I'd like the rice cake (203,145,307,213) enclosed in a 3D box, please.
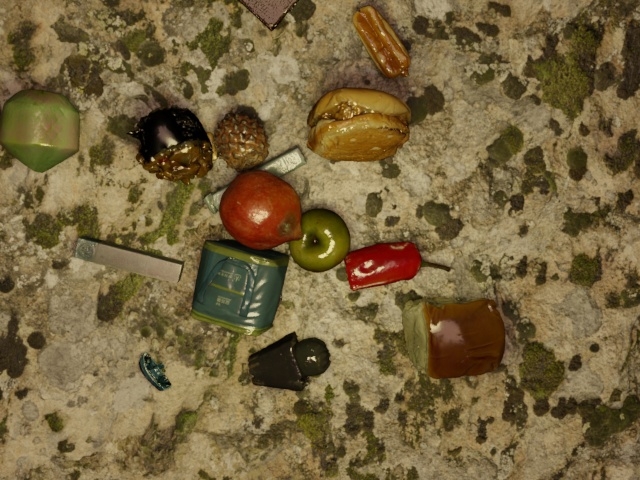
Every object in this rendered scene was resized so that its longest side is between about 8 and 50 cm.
[{"bbox_3d":[-0.201,-0.185,1.880,0.336,0.063,0.066,-29,102,-1],"label":"rice cake"}]

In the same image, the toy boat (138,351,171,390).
[{"bbox_3d":[-0.518,0.411,1.930,0.061,0.060,0.137,-37,92,20],"label":"toy boat"}]

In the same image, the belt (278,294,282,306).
[{"bbox_3d":[-0.156,0.192,1.941,0.059,0.036,0.083,30,94,0],"label":"belt"}]

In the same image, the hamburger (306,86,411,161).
[{"bbox_3d":[0.108,-0.326,1.768,0.284,0.304,0.174,5,86,-13],"label":"hamburger"}]

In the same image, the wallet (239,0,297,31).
[{"bbox_3d":[-0.193,-0.755,1.829,0.243,0.039,0.133,40,99,-8],"label":"wallet"}]

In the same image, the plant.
[{"bbox_3d":[-0.095,0.381,1.915,0.256,0.142,0.164,-15,96,2],"label":"plant"}]

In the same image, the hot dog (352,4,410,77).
[{"bbox_3d":[0.187,-0.591,1.852,0.102,0.076,0.249,-35,99,13],"label":"hot dog"}]

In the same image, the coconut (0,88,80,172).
[{"bbox_3d":[-0.799,-0.310,1.760,0.205,0.236,0.235,7,100,41],"label":"coconut"}]

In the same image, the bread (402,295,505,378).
[{"bbox_3d":[0.414,0.289,1.894,0.279,0.225,0.250,-8,98,-7],"label":"bread"}]

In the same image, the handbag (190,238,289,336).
[{"bbox_3d":[-0.243,0.132,1.829,0.263,0.222,0.240,13,96,11],"label":"handbag"}]

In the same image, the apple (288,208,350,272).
[{"bbox_3d":[0.000,0.000,1.863,0.197,0.157,0.196,1,93,11],"label":"apple"}]

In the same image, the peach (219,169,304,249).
[{"bbox_3d":[-0.158,-0.074,1.768,0.257,0.232,0.232,41,93,7],"label":"peach"}]

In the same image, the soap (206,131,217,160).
[{"bbox_3d":[-0.338,-0.288,1.884,0.034,0.012,0.089,-13,97,-2],"label":"soap"}]

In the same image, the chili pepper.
[{"bbox_3d":[0.244,0.066,1.902,0.339,0.134,0.131,-9,94,-2],"label":"chili pepper"}]

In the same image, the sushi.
[{"bbox_3d":[-0.432,-0.269,1.796,0.200,0.213,0.203,-23,88,35],"label":"sushi"}]

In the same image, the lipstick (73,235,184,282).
[{"bbox_3d":[-0.582,0.059,1.881,0.318,0.068,0.066,15,94,-5],"label":"lipstick"}]

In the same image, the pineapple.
[{"bbox_3d":[-0.244,-0.304,1.825,0.166,0.166,0.193,-27,67,0],"label":"pineapple"}]
